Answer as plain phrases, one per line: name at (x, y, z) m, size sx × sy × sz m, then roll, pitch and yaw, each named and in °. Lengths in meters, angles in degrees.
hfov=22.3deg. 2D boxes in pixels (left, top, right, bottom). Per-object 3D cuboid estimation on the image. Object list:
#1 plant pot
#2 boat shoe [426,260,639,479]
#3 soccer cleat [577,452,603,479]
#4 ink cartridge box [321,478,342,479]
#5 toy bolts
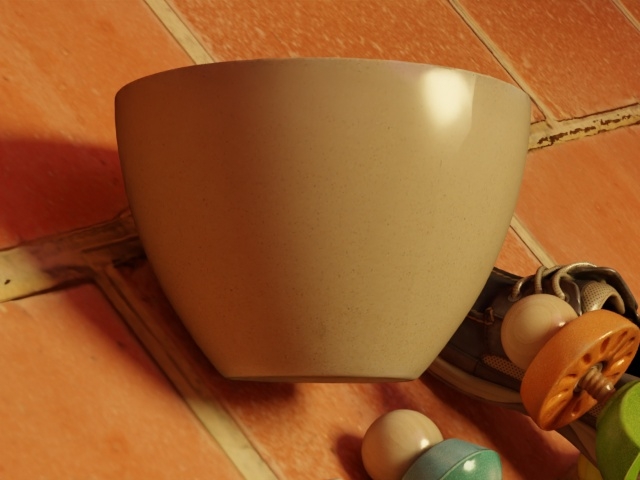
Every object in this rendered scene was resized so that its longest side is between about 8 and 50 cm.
plant pot at (0.000, 0.000, 1.103) m, size 0.284 × 0.284 × 0.190 m, roll 10°, pitch 78°, yaw -50°
boat shoe at (0.200, 0.075, 1.304) m, size 0.355 × 0.130 × 0.132 m, roll 31°, pitch 33°, yaw 13°
soccer cleat at (0.301, 0.196, 1.448) m, size 0.289 × 0.093 × 0.121 m, roll 7°, pitch 15°, yaw -46°
ink cartridge box at (-0.012, 0.265, 0.920) m, size 0.189 × 0.066 × 0.232 m, roll -8°, pitch 79°, yaw -59°
toy bolts at (0.140, 0.166, 1.184) m, size 0.228 × 0.218 × 0.158 m, roll -27°, pitch 55°, yaw -32°
